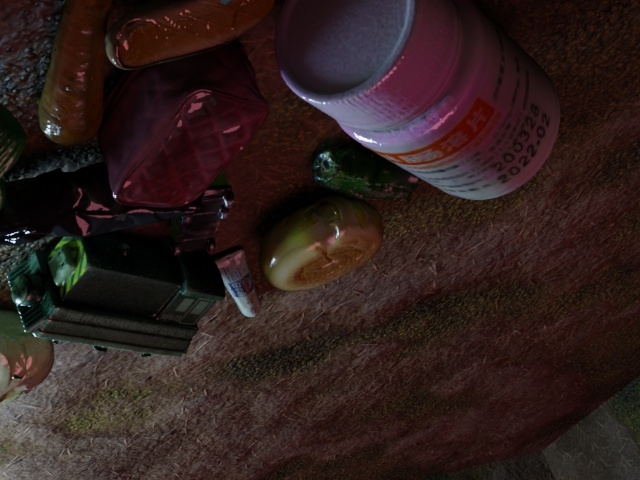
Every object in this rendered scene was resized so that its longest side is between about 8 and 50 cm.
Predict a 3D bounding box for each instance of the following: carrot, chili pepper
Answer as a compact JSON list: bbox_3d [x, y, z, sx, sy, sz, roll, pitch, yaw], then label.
[{"bbox_3d":[-0.259,-0.220,1.123,0.078,0.078,0.298,-6,146,-28],"label":"carrot"},{"bbox_3d":[0.081,-0.103,1.584,0.224,0.061,0.098,4,139,-42],"label":"chili pepper"}]

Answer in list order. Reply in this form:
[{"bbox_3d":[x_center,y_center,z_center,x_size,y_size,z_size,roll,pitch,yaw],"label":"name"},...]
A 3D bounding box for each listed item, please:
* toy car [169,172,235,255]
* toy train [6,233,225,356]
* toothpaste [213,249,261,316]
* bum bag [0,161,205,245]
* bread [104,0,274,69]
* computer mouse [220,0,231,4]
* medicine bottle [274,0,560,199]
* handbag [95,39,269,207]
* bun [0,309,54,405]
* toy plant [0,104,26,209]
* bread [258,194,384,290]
[{"bbox_3d":[-0.181,-0.039,1.506,0.071,0.062,0.165,-7,149,-25],"label":"toy car"},{"bbox_3d":[-0.301,0.072,1.561,0.330,0.138,0.178,16,125,-47],"label":"toy train"},{"bbox_3d":[-0.139,0.080,1.786,0.060,0.038,0.233,-24,150,-4],"label":"toothpaste"},{"bbox_3d":[-0.311,-0.051,1.326,0.341,0.144,0.095,-7,108,-24],"label":"bum bag"},{"bbox_3d":[-0.146,-0.243,1.137,0.214,0.053,0.073,-27,128,-29],"label":"bread"},{"bbox_3d":[-0.019,-0.374,0.939,0.228,0.145,0.429,-10,163,-37],"label":"computer mouse"},{"bbox_3d":[0.132,-0.199,1.274,0.219,0.219,0.388,-34,151,22],"label":"medicine bottle"},{"bbox_3d":[-0.174,-0.149,1.241,0.146,0.135,0.225,8,136,-43],"label":"handbag"},{"bbox_3d":[-0.528,0.200,1.632,0.210,0.116,0.237,-36,150,25],"label":"bun"},{"bbox_3d":[-0.433,-0.065,1.161,0.155,0.088,0.240,18,121,-35],"label":"toy plant"},{"bbox_3d":[0.000,0.000,1.663,0.213,0.104,0.213,-20,154,-11],"label":"bread"}]
